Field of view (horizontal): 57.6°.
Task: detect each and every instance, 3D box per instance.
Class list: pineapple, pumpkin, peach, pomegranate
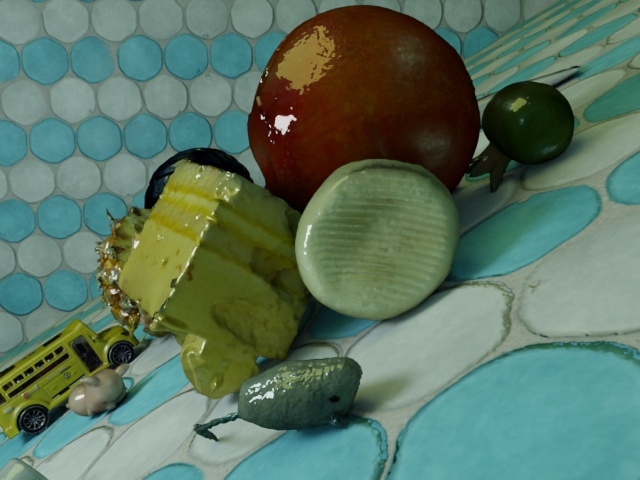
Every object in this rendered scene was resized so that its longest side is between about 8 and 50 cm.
[{"bbox_3d":[-0.462,0.074,1.359,0.286,0.209,0.344,-48,12,30],"label":"pineapple"},{"bbox_3d":[-0.326,-0.084,1.644,0.266,0.364,0.363,-17,18,27],"label":"pumpkin"},{"bbox_3d":[0.062,-0.180,0.919,0.372,0.373,0.290,-33,37,0],"label":"peach"},{"bbox_3d":[0.325,-0.170,0.971,0.191,0.131,0.152,-55,17,13],"label":"pomegranate"}]

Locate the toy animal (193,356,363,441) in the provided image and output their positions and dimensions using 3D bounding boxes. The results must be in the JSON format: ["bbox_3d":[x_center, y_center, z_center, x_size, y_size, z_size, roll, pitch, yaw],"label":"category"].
[{"bbox_3d":[-0.063,0.185,0.636,0.252,0.079,0.070,-28,20,27],"label":"toy animal"}]

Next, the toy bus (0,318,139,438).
[{"bbox_3d":[-0.588,0.291,1.330,0.331,0.151,0.145,-39,14,-29],"label":"toy bus"}]

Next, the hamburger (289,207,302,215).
[{"bbox_3d":[-0.050,-0.037,1.229,0.155,0.135,0.208,-22,24,34],"label":"hamburger"}]

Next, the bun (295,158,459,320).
[{"bbox_3d":[0.073,-0.002,0.775,0.222,0.222,0.127,-33,-3,-5],"label":"bun"}]

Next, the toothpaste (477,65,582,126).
[{"bbox_3d":[0.468,-0.350,1.423,0.323,0.066,0.100,-24,10,16],"label":"toothpaste"}]

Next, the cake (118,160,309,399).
[{"bbox_3d":[-0.152,0.061,0.858,0.227,0.222,0.286,19,80,57],"label":"cake"}]

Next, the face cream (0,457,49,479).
[{"bbox_3d":[-0.471,0.429,0.727,0.143,0.089,0.314,-18,30,49],"label":"face cream"}]

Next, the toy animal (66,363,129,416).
[{"bbox_3d":[-0.428,0.290,1.106,0.150,0.089,0.083,-37,13,25],"label":"toy animal"}]
